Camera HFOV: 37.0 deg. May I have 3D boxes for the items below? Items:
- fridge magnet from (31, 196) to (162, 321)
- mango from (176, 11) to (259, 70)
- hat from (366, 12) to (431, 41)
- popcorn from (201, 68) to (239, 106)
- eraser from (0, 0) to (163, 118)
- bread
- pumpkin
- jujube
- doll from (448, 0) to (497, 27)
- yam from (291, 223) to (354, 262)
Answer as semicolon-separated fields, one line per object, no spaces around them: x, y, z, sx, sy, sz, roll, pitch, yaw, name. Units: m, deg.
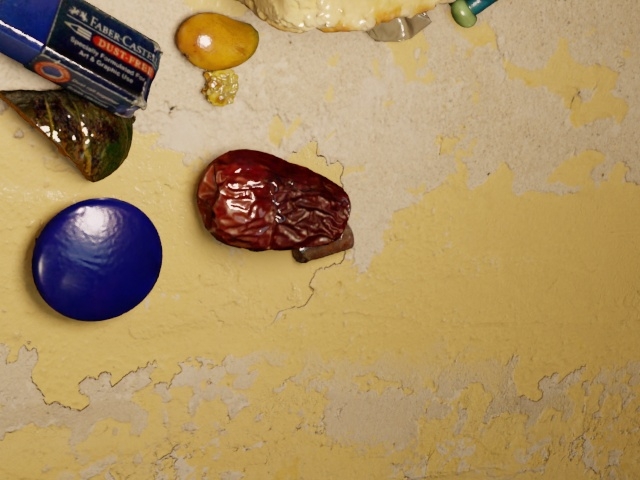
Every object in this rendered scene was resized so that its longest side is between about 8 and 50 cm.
-0.449;0.038;1.930;0.266;0.113;0.265;-11;116;-24;fridge magnet
-0.206;-0.392;1.903;0.165;0.089;0.115;12;93;-33;mango
0.145;-0.534;2.060;0.166;0.144;0.173;11;61;-32;hat
-0.204;-0.316;1.951;0.082;0.057;0.083;-50;122;-4;popcorn
-0.450;-0.361;1.745;0.332;0.102;0.154;27;62;-35;eraser
0.015;-0.578;1.778;0.371;0.390;0.279;-22;127;-21;bread
-0.451;-0.234;1.821;0.163;0.111;0.278;-49;124;-8;pumpkin
-0.095;-0.079;2.024;0.342;0.216;0.216;7;107;-33;jujube
0.299;-0.625;2.017;0.186;0.198;0.322;-25;133;15;doll
0.000;0.002;2.186;0.141;0.079;0.079;-17;117;-23;yam
